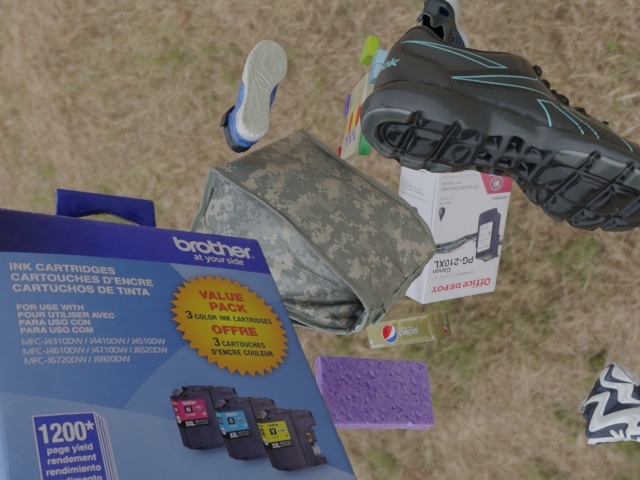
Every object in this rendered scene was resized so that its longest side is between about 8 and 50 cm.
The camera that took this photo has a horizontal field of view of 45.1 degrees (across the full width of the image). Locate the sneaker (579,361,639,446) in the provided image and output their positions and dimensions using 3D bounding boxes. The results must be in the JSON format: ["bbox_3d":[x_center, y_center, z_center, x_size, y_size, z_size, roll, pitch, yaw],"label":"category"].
[{"bbox_3d":[0.565,0.352,1.405,0.153,0.094,0.235,-54,49,21],"label":"sneaker"}]

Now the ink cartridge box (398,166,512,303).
[{"bbox_3d":[0.219,-0.025,1.302,0.100,0.172,0.237,30,120,53],"label":"ink cartridge box"}]

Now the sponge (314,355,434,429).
[{"bbox_3d":[0.091,0.260,1.312,0.031,0.210,0.117,131,140,-55],"label":"sponge"}]

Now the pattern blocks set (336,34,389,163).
[{"bbox_3d":[0.067,-0.208,1.330,0.325,0.026,0.285,-118,39,-80],"label":"pattern blocks set"}]

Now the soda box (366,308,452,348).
[{"bbox_3d":[0.189,0.193,1.672,0.181,0.061,0.058,-16,86,41],"label":"soda box"}]

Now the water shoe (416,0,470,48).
[{"bbox_3d":[0.207,-0.355,1.355,0.073,0.080,0.203,29,168,29],"label":"water shoe"}]

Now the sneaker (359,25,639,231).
[{"bbox_3d":[0.168,-0.090,0.599,0.267,0.106,0.101,20,152,-5],"label":"sneaker"}]

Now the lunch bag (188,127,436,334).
[{"bbox_3d":[0.000,0.000,1.074,0.287,0.235,0.169,36,125,14],"label":"lunch bag"}]

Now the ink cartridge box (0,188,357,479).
[{"bbox_3d":[-0.151,0.126,0.630,0.151,0.270,0.395,-56,44,32],"label":"ink cartridge box"}]

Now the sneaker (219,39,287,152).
[{"bbox_3d":[-0.091,-0.187,1.017,0.085,0.058,0.152,-31,46,57],"label":"sneaker"}]
